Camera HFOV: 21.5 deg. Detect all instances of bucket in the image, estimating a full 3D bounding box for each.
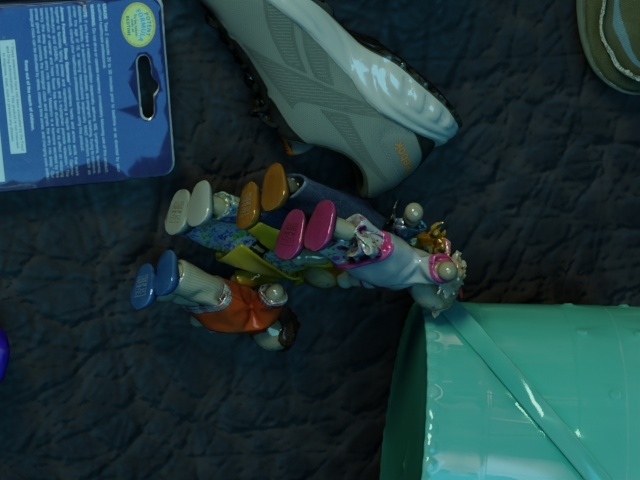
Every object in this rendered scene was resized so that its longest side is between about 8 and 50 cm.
[{"bbox_3d":[0.146,0.168,1.226,0.183,0.281,0.281,6,102,-5],"label":"bucket"}]

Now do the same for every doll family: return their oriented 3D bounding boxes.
[{"bbox_3d":[0.000,0.000,1.199,0.163,0.263,0.118,23,64,-37],"label":"doll family"}]

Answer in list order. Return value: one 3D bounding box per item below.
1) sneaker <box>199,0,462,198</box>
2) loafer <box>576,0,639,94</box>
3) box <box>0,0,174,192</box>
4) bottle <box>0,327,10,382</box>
[{"bbox_3d":[-0.025,-0.129,1.208,0.271,0.100,0.108,37,98,-17],"label":"sneaker"},{"bbox_3d":[0.257,-0.230,1.247,0.094,0.087,0.251,8,101,-13],"label":"loafer"},{"bbox_3d":[-0.221,-0.103,1.203,0.225,0.036,0.136,-5,104,-9],"label":"box"},{"bbox_3d":[-0.342,0.160,1.210,0.118,0.092,0.283,35,94,-18],"label":"bottle"}]
